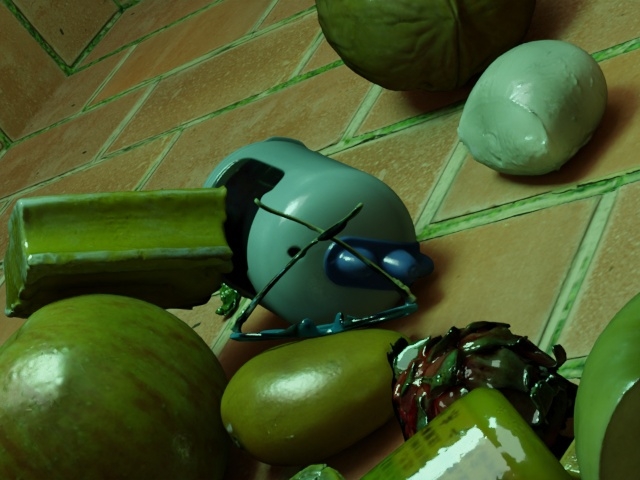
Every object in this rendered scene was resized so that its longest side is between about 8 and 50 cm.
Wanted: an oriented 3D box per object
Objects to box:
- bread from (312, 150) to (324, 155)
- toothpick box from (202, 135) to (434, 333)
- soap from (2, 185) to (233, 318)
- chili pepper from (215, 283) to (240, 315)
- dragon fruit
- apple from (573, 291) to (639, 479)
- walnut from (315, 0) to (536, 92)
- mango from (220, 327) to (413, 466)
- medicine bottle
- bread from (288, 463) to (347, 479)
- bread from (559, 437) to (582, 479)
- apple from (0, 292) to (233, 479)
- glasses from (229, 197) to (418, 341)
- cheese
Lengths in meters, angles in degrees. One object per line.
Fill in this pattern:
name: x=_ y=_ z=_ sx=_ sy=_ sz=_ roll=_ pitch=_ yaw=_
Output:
bread: x=-0.062 y=-0.061 z=2.304 sx=0.213 sy=0.105 sz=0.213 roll=-29 pitch=27 yaw=17
toothpick box: x=0.000 y=0.000 z=1.960 sx=0.263 sy=0.263 sz=0.354 roll=-44 pitch=24 yaw=-9
soap: x=-0.282 y=0.026 z=1.938 sx=0.281 sy=0.143 sz=0.259 roll=-4 pitch=-19 yaw=-22
chili pepper: x=-0.146 y=0.093 z=2.249 sx=0.091 sy=0.034 sz=0.030 roll=-89 pitch=20 yaw=-59
dragon fruit: x=0.168 y=0.167 z=1.477 sx=0.182 sy=0.182 sz=0.188 roll=-48 pitch=16 yaw=-19
apple: x=0.350 y=0.154 z=1.115 sx=0.292 sy=0.254 sz=0.292 roll=-29 pitch=26 yaw=16
walnut: x=0.170 y=-0.400 z=2.312 sx=0.354 sy=0.308 sz=0.398 roll=-25 pitch=23 yaw=4
mango: x=-0.003 y=0.190 z=1.718 sx=0.254 sy=0.139 sz=0.175 roll=-21 pitch=27 yaw=24
medicine bottle: x=0.071 y=0.327 z=1.259 sx=0.384 sy=0.224 sz=0.224 roll=-40 pitch=23 yaw=1
bread: x=-0.029 y=0.325 z=1.608 sx=0.156 sy=0.064 sz=0.117 roll=-37 pitch=22 yaw=2
bread: x=0.279 y=0.205 z=1.385 sx=0.062 sy=0.049 sz=0.103 roll=5 pitch=48 yaw=48
apple: x=-0.310 y=0.250 z=1.820 sx=0.400 sy=0.334 sz=0.400 roll=-31 pitch=25 yaw=16
glasses: x=-0.011 y=0.047 z=1.742 sx=0.239 sy=0.207 sz=0.102 roll=-12 pitch=28 yaw=9
cheese: x=0.294 y=-0.186 z=1.936 sx=0.189 sy=0.154 sz=0.198 roll=-41 pitch=22 yaw=-17
